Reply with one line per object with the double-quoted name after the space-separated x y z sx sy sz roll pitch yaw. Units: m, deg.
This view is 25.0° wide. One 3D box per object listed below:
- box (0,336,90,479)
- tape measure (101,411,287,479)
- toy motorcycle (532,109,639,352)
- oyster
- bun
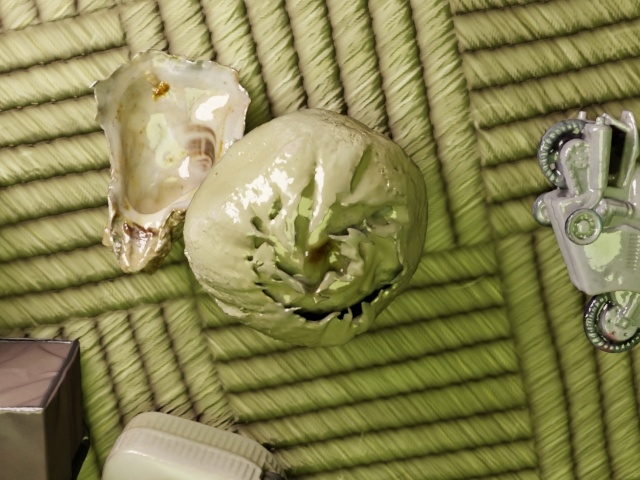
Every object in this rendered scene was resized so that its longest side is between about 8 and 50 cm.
-0.395 0.201 1.574 0.252 0.188 0.153 3 112 3 "box"
-0.144 0.344 1.658 0.231 0.133 0.271 17 113 3 "tape measure"
0.325 -0.017 1.517 0.171 0.110 0.260 -20 104 -8 "toy motorcycle"
-0.167 -0.080 1.512 0.161 0.107 0.232 13 93 2 "oyster"
0.000 0.000 1.470 0.259 0.152 0.259 -8 117 -17 "bun"
